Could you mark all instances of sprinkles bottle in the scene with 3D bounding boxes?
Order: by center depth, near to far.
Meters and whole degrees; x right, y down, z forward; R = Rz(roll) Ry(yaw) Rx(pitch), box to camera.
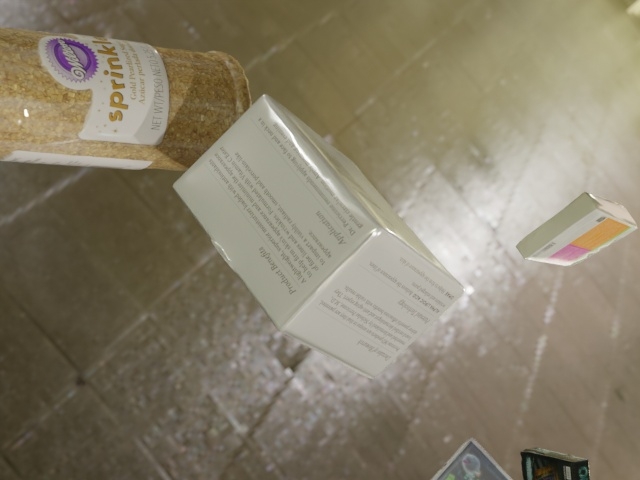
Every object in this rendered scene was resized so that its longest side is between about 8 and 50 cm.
[{"bbox_3d":[-0.236,-0.125,1.220,0.355,0.121,0.121,2,49,-37],"label":"sprinkles bottle"}]

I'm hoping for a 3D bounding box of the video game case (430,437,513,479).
[{"bbox_3d":[0.181,0.343,1.543,0.190,0.022,0.173,47,58,3],"label":"video game case"}]

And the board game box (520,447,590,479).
[{"bbox_3d":[0.296,0.356,1.723,0.026,0.126,0.186,-5,91,-22],"label":"board game box"}]

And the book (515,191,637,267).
[{"bbox_3d":[0.282,-0.007,1.534,0.035,0.096,0.144,59,21,20],"label":"book"}]

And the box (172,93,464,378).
[{"bbox_3d":[0.000,0.000,1.193,0.181,0.119,0.182,51,9,32],"label":"box"}]
